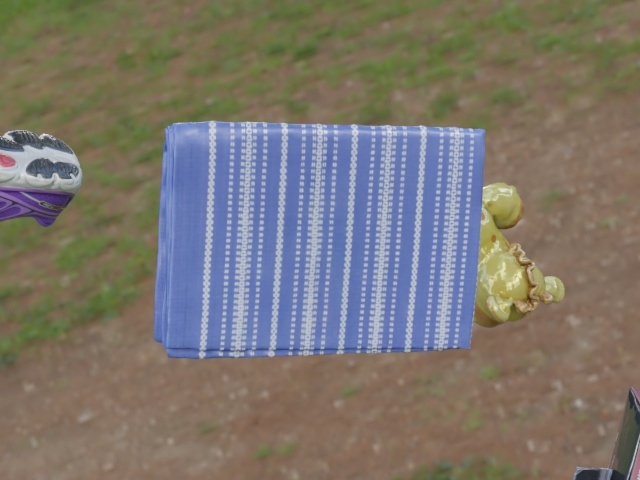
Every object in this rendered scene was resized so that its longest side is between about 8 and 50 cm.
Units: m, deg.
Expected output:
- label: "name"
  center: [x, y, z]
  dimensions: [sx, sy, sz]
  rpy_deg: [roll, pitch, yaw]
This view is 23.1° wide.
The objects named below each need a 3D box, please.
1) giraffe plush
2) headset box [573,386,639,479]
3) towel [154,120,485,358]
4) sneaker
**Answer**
- label: "giraffe plush"
  center: [0.210, 0.031, 1.932]
  dimensions: [0.181, 0.170, 0.210]
  rpy_deg: [-30, -18, -15]
- label: "headset box"
  center: [0.350, 0.261, 1.316]
  dimensions: [0.293, 0.218, 0.110]
  rpy_deg: [13, 9, 2]
- label: "towel"
  center: [0.000, 0.000, 1.607]
  dimensions: [0.336, 0.243, 0.040]
  rpy_deg: [0, 11, -13]
- label: "sneaker"
  center: [-0.241, -0.035, 1.033]
  dimensions: [0.170, 0.071, 0.068]
  rpy_deg: [10, 35, -30]
